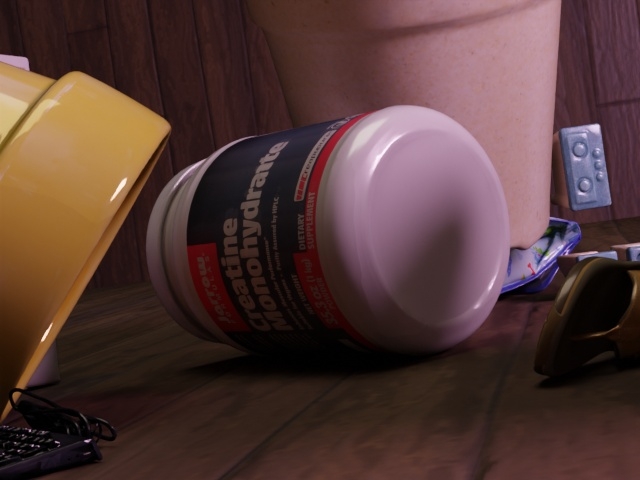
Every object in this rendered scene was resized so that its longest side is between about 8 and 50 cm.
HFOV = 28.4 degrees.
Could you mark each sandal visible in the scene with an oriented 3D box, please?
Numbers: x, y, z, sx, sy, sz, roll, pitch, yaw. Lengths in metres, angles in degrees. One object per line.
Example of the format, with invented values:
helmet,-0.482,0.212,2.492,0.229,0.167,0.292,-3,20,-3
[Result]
sandal,0.194,0.048,0.790,0.049,0.072,0.180,21,16,39

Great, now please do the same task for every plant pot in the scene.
plant pot,-0.268,-0.032,0.890,0.239,0.254,0.254,29,-3,-7
plant pot,0.096,-0.143,1.201,0.333,0.306,0.334,-8,20,3

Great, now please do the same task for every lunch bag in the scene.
lunch bag,0.190,0.014,1.383,0.151,0.096,0.129,-20,6,-27

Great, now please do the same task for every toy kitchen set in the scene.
toy kitchen set,0.342,-0.041,1.239,0.207,0.166,0.122,-8,1,-10

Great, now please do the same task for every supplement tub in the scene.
supplement tub,0.000,0.000,1.037,0.191,0.191,0.272,-9,2,-41

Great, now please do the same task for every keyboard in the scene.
keyboard,-0.196,0.112,0.756,0.100,0.038,0.192,-9,2,-37

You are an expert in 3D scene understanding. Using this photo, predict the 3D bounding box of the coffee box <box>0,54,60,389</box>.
coffee box,-0.344,-0.007,1.127,0.168,0.297,0.119,-8,-2,34
